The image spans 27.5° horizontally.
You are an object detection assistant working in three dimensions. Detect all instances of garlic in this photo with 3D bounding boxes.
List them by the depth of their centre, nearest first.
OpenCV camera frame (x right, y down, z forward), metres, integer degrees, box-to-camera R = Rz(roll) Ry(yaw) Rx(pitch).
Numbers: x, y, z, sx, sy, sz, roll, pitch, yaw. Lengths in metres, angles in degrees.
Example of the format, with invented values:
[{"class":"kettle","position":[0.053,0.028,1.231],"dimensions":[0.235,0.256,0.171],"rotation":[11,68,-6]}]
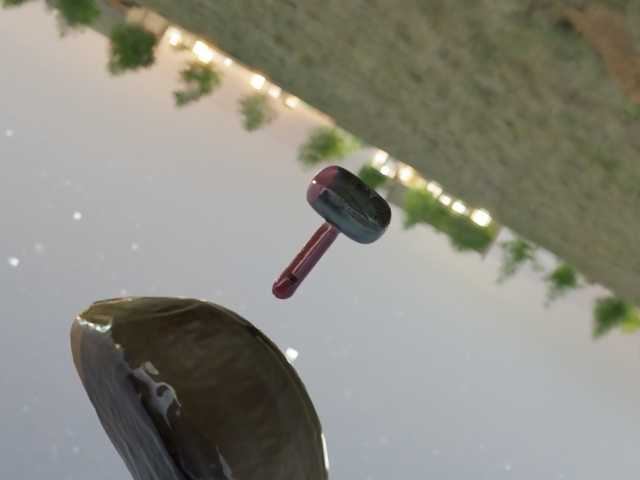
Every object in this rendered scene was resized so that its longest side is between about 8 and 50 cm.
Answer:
[{"class":"garlic","position":[-0.048,0.105,0.650],"dimensions":[0.087,0.101,0.195],"rotation":[-28,-91,-42]}]

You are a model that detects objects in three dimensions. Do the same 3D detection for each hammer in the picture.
[{"class":"hammer","position":[0.000,0.000,0.744],"dimensions":[0.052,0.083,0.031],"rotation":[37,-174,-17]}]
